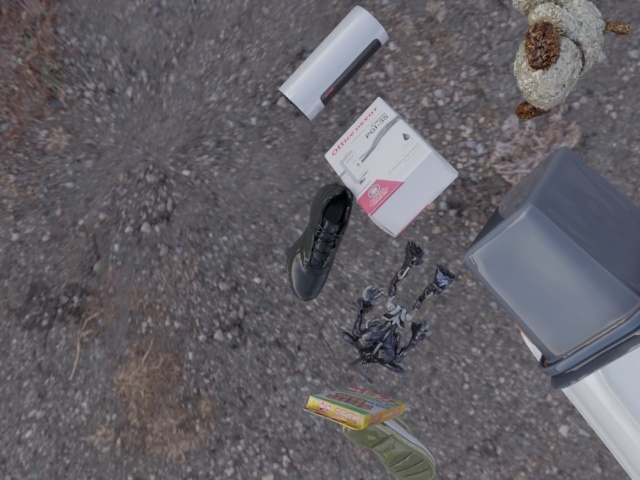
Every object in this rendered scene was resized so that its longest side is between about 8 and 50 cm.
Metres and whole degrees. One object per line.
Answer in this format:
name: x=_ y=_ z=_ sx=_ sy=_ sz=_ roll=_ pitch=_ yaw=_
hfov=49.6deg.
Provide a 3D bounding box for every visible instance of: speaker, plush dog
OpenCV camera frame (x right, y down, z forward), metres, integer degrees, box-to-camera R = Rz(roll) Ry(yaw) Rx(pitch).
speaker: x=0.014 y=-0.206 z=0.811 sx=0.055 sy=0.055 sz=0.136 roll=43 pitch=93 yaw=-14
plush dog: x=0.444 y=-0.344 z=1.304 sx=0.225 sy=0.210 sz=0.262 roll=-57 pitch=150 yaw=-24

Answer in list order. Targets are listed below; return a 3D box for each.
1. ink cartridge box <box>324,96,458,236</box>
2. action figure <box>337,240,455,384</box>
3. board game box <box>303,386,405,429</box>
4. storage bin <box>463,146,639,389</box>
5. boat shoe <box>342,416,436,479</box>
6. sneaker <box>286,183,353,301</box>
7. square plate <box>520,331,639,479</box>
ink cartridge box: x=0.156 y=-0.177 z=1.627 sx=0.207 sy=0.283 sz=0.117 roll=-46 pitch=131 yaw=12
action figure: x=0.147 y=0.148 z=1.352 sx=0.164 sy=0.141 sz=0.276 roll=35 pitch=108 yaw=7
board game box: x=0.074 y=0.344 z=1.430 sx=0.124 sy=0.259 sz=0.039 roll=14 pitch=92 yaw=27
storage bin: x=0.144 y=0.009 z=0.417 sx=0.091 sy=0.135 sz=0.098 roll=46 pitch=129 yaw=3
boat shoe: x=0.169 y=0.460 z=1.627 sx=0.113 sy=0.103 sz=0.302 roll=-32 pitch=119 yaw=23
sneaker: x=0.000 y=0.000 z=1.581 sx=0.109 sy=0.130 sz=0.287 roll=17 pitch=85 yaw=-12
square plate: x=0.419 y=0.125 z=0.623 sx=0.347 sy=0.049 sz=0.344 roll=-40 pitch=73 yaw=19
